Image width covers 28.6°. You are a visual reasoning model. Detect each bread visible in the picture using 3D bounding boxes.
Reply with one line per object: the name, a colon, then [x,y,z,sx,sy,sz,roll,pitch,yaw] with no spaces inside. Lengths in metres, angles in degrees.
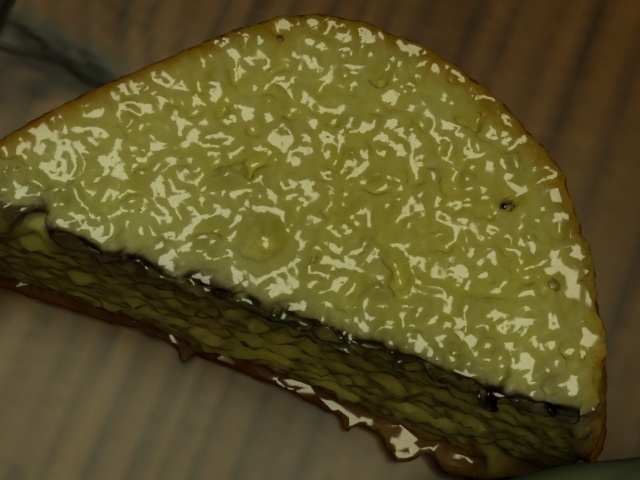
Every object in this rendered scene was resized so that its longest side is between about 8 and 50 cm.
bread: [-0.003,-0.010,0.461,0.260,0.129,0.134,18,70,-3]

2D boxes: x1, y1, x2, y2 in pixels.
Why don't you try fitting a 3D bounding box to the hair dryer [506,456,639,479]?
hair dryer: [0.054,0.220,0.406,0.295,0.119,0.298,-5,78,15]
